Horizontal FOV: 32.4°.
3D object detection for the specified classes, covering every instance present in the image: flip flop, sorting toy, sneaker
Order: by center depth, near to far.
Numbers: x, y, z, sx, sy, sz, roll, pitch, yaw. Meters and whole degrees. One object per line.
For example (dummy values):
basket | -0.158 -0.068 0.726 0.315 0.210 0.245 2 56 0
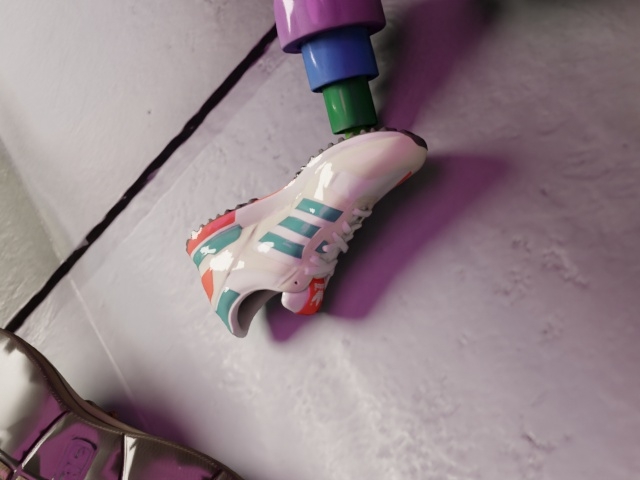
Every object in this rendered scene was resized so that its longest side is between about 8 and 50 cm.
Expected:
sorting toy | 0.134 -0.122 0.572 0.365 0.127 0.126 -14 89 35
sneaker | 0.000 0.000 0.628 0.161 0.057 0.075 -29 69 21
flip flop | -0.142 0.137 0.648 0.277 0.080 0.112 19 74 27
